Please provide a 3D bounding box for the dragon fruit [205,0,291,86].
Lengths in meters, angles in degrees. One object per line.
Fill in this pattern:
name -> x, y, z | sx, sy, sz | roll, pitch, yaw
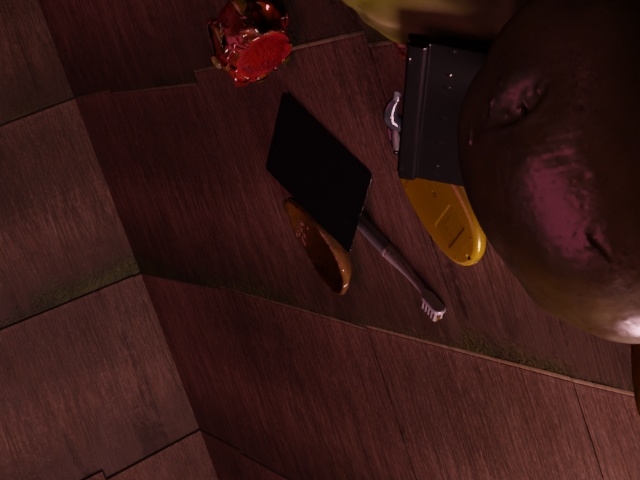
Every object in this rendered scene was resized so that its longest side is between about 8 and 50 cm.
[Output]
dragon fruit -> -0.112, -0.351, 1.924 | 0.150, 0.133, 0.208 | 6, 103, 35

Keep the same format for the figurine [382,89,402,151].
figurine -> 0.165, -0.172, 1.467 | 0.265, 0.140, 0.193 | -2, 93, 45

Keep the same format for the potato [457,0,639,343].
potato -> 0.246, -0.067, 1.069 | 0.243, 0.221, 0.326 | -18, 86, 43

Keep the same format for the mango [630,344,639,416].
mango -> 0.395, 0.106, 1.263 | 0.138, 0.113, 0.253 | 20, 119, 51

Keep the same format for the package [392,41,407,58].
package -> 0.106, -0.354, 1.432 | 0.288, 0.108, 0.223 | 148, 104, -76

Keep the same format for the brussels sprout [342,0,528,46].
brussels sprout -> 0.134, -0.352, 1.158 | 0.344, 0.344, 0.268 | 94, -173, -49

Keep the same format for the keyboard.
keyboard -> 0.130, -0.131, 1.289 | 0.310, 0.101, 0.018 | 85, -165, -68

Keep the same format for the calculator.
calculator -> 0.164, -0.072, 1.694 | 0.235, 0.032, 0.146 | 61, 157, 17

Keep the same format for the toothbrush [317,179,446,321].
toothbrush -> 0.095, 0.006, 1.935 | 0.342, 0.025, 0.030 | 50, 148, 32

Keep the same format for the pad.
pad -> -0.006, -0.116, 2.008 | 0.265, 0.009, 0.159 | 46, 134, 37

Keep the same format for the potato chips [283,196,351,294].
potato chips -> 0.000, 0.000, 2.105 | 0.201, 0.049, 0.150 | 44, 152, 40
